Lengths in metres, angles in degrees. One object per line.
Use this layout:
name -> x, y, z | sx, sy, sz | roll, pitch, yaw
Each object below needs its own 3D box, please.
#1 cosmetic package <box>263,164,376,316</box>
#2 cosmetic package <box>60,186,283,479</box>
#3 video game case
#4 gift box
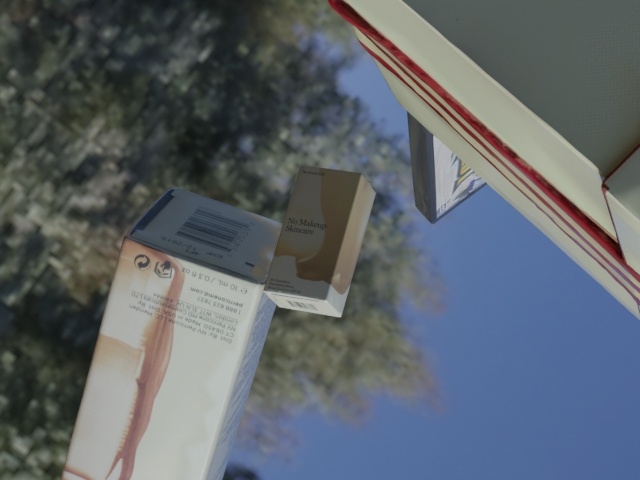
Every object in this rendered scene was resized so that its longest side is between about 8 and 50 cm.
cosmetic package -> 0.000, 0.000, 1.292 | 0.060, 0.041, 0.115 | 7, -109, 23
cosmetic package -> -0.131, 0.122, 1.404 | 0.153, 0.129, 0.296 | -61, 169, -69
video game case -> 0.186, -0.150, 1.430 | 0.248, 0.035, 0.275 | -36, 158, -10
gift box -> 0.179, -0.109, 0.635 | 0.276, 0.258, 0.255 | -46, 157, 4
